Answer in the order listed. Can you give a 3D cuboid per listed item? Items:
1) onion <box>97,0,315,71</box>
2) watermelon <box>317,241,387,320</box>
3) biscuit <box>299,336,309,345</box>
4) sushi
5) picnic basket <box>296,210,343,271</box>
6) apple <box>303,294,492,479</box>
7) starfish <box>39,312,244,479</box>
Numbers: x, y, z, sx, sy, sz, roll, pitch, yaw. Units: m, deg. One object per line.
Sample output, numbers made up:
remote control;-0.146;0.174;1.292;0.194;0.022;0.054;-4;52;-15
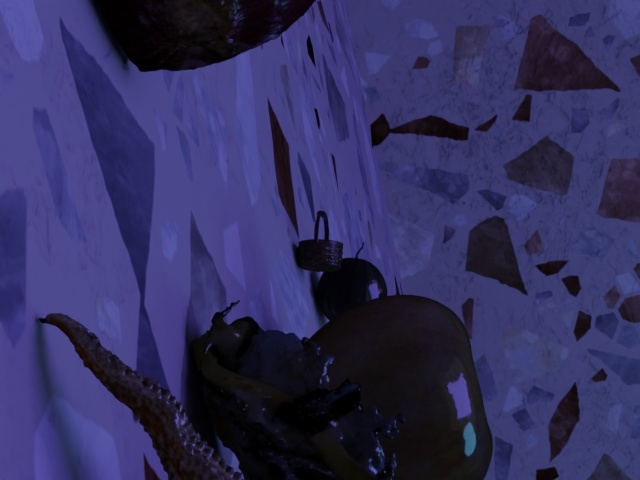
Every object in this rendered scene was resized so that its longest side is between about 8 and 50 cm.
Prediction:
onion;-0.093;-0.282;1.005;0.207;0.206;0.216;66;14;-54
watermelon;0.049;0.066;1.758;0.105;0.105;0.133;52;46;-71
biscuit;-0.005;0.211;1.478;0.064;0.034;0.199;-91;167;-54
sushi;-0.010;0.178;1.012;0.291;0.131;0.139;37;-23;37
picnic basket;0.000;0.000;1.666;0.072;0.072;0.083;45;48;-74
apple;0.070;0.194;1.334;0.257;0.234;0.257;-14;90;-80
starfish;-0.052;0.204;0.788;0.301;0.084;0.293;37;-13;25
